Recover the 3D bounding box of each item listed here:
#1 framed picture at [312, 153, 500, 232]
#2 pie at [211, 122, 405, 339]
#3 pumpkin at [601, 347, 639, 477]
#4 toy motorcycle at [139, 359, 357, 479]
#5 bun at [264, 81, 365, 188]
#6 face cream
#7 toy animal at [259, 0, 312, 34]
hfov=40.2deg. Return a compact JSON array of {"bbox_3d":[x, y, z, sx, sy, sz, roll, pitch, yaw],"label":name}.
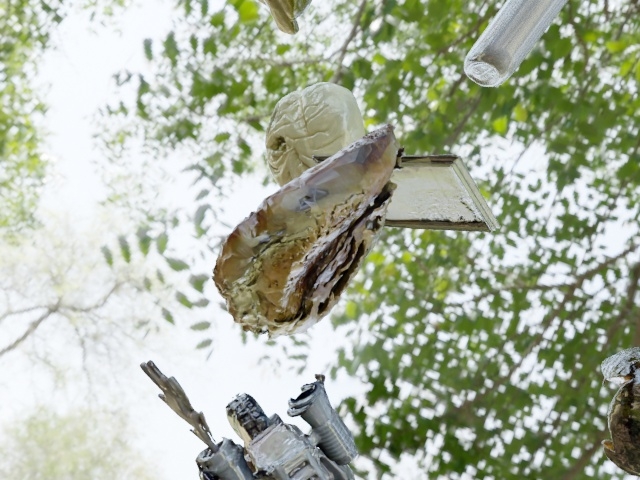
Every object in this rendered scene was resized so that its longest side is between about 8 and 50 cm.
[{"bbox_3d":[0.123,-0.059,1.183,0.197,0.014,0.252,3,-18,25],"label":"framed picture"},{"bbox_3d":[-0.001,-0.001,0.959,0.085,0.308,0.308,35,-28,15],"label":"pie"},{"bbox_3d":[0.450,0.220,1.193,0.119,0.183,0.107,17,-39,-11],"label":"pumpkin"},{"bbox_3d":[-0.016,0.228,0.783,0.207,0.134,0.401,25,-35,62],"label":"toy motorcycle"},{"bbox_3d":[-0.018,-0.172,1.570,0.145,0.229,0.229,-3,-18,-26],"label":"bun"},{"bbox_3d":[0.320,-0.356,1.270,0.071,0.291,0.144,38,-1,-6],"label":"face cream"},{"bbox_3d":[-0.028,-0.471,1.297,0.181,0.363,0.180,26,-36,13],"label":"toy animal"}]
